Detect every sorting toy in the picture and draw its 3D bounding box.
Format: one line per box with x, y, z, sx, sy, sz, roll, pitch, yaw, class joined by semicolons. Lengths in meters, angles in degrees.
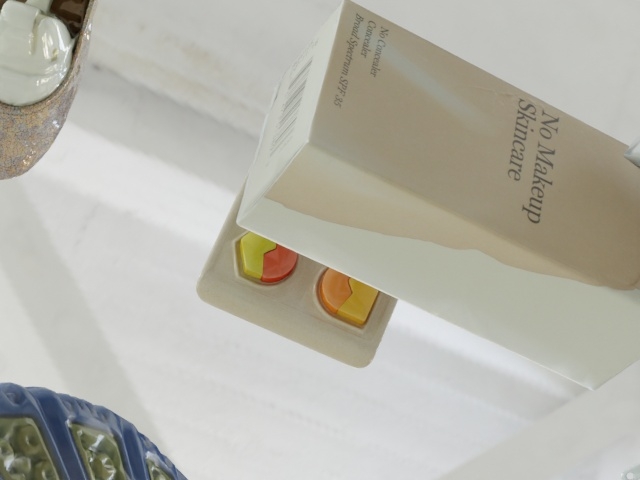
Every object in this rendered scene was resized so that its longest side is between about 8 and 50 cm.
0.000;0.000;1.573;0.193;0.038;0.208;24;-106;0;sorting toy

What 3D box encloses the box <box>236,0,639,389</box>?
0.112;-0.028;1.136;0.311;0.121;0.148;24;-127;-16;box

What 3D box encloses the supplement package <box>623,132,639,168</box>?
0.342;-0.052;1.032;0.203;0.194;0.149;38;-89;-2;supplement package

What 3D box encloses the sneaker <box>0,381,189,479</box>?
-0.133;0.110;0.333;0.296;0.131;0.112;-2;-116;-59;sneaker

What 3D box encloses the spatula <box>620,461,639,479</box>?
0.477;0.263;1.750;0.242;0.019;0.168;-32;-92;6;spatula

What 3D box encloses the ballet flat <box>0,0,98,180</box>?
-0.225;-0.203;1.246;0.107;0.106;0.316;17;-92;-3;ballet flat
